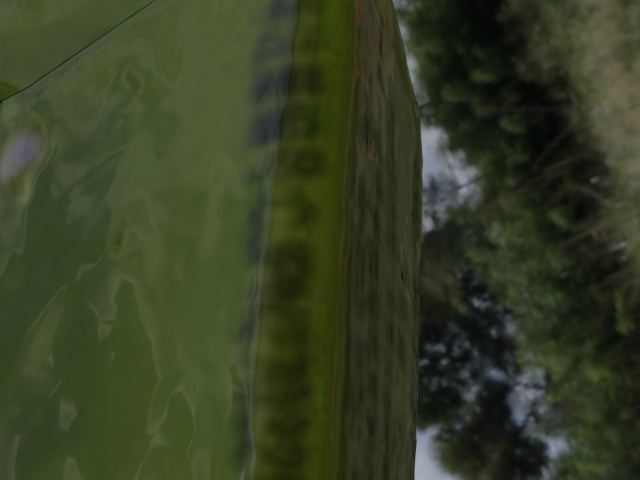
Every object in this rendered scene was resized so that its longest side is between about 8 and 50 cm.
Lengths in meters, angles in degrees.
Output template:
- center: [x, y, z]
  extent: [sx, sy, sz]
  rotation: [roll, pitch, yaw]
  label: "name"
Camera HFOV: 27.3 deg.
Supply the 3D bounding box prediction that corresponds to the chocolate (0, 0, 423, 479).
- center: [-0.104, 0.056, 0.433]
  extent: [0.137, 0.288, 0.301]
  rotation: [45, -138, -55]
  label: "chocolate"
